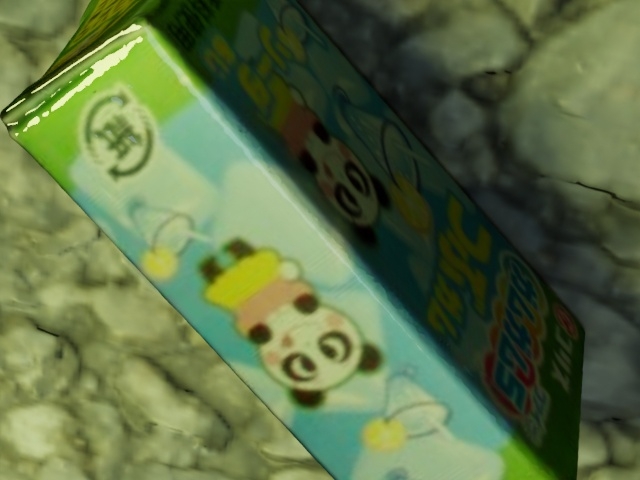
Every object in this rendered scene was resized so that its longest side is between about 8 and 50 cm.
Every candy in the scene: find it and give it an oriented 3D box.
[{"bbox_3d":[0.000,0.000,0.513,0.062,0.097,0.194,-35,108,25],"label":"candy"}]
